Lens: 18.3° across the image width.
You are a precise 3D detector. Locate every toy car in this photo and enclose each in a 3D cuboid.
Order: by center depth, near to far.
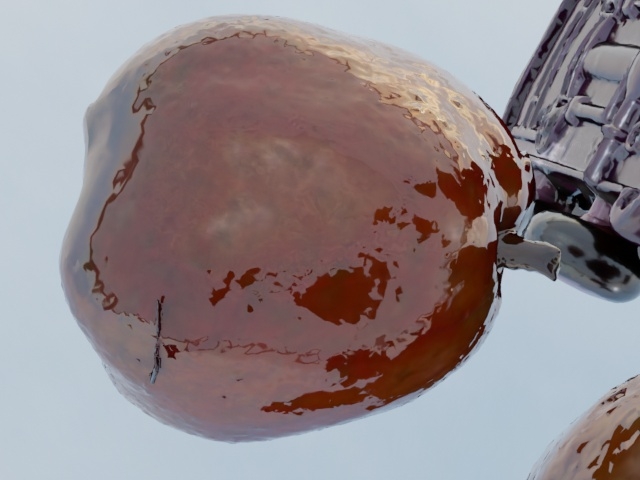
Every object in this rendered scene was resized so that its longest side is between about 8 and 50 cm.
[{"bbox_3d":[0.260,-0.064,1.224,0.240,0.340,0.271,28,-87,-14],"label":"toy car"}]

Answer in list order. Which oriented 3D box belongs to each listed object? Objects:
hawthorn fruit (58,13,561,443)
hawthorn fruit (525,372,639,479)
[{"bbox_3d":[0.000,0.000,0.833,0.202,0.185,0.185,5,-109,11],"label":"hawthorn fruit"},{"bbox_3d":[0.223,0.184,0.883,0.315,0.316,0.316,0,-108,0],"label":"hawthorn fruit"}]
